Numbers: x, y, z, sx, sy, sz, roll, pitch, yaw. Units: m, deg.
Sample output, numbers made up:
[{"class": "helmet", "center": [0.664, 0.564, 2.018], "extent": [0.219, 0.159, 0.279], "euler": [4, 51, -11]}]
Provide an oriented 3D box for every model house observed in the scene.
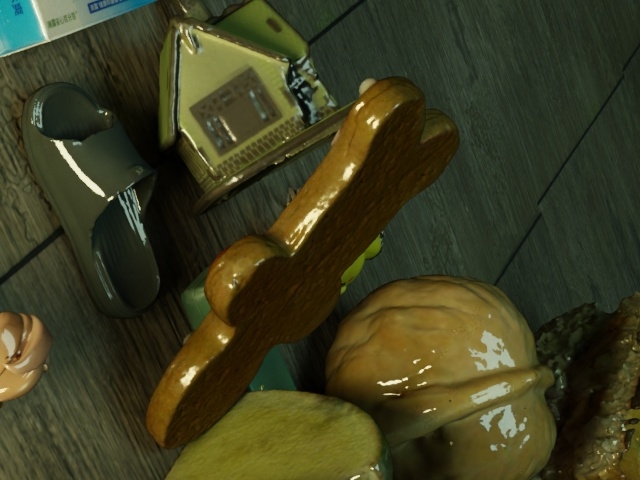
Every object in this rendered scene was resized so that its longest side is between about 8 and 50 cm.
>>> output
[{"class": "model house", "center": [-0.106, -0.190, 1.366], "extent": [0.204, 0.218, 0.279], "euler": [-32, 93, -13]}]

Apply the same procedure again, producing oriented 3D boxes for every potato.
[{"class": "potato", "center": [-0.033, 0.258, 1.272], "extent": [0.112, 0.255, 0.269], "euler": [60, 36, -26]}]

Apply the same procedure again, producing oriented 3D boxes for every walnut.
[{"class": "walnut", "center": [0.142, 0.186, 1.580], "extent": [0.285, 0.285, 0.297], "euler": [-3, 77, -59]}]

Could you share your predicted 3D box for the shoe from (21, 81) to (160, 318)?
[{"class": "shoe", "center": [-0.193, -0.043, 1.266], "extent": [0.108, 0.093, 0.241], "euler": [-41, 117, -54]}]

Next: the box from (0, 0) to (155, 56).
[{"class": "box", "center": [-0.249, -0.268, 1.261], "extent": [0.194, 0.073, 0.139], "euler": [-40, 114, -56]}]

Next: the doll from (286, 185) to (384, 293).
[{"class": "doll", "center": [0.000, 0.000, 1.533], "extent": [0.221, 0.142, 0.135], "euler": [-27, 105, -65]}]

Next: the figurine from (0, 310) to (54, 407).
[{"class": "figurine", "center": [-0.279, 0.099, 1.040], "extent": [0.126, 0.157, 0.114], "euler": [44, 66, -50]}]

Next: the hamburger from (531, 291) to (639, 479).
[{"class": "hamburger", "center": [0.411, 0.298, 1.972], "extent": [0.287, 0.268, 0.445], "euler": [65, 29, -19]}]

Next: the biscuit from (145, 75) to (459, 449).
[{"class": "biscuit", "center": [-0.036, 0.021, 1.301], "extent": [0.064, 0.432, 0.283], "euler": [40, 4, 19]}]

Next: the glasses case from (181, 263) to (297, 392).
[{"class": "glasses case", "center": [-0.085, 0.116, 1.439], "extent": [0.078, 0.039, 0.184], "euler": [-49, 122, -53]}]
